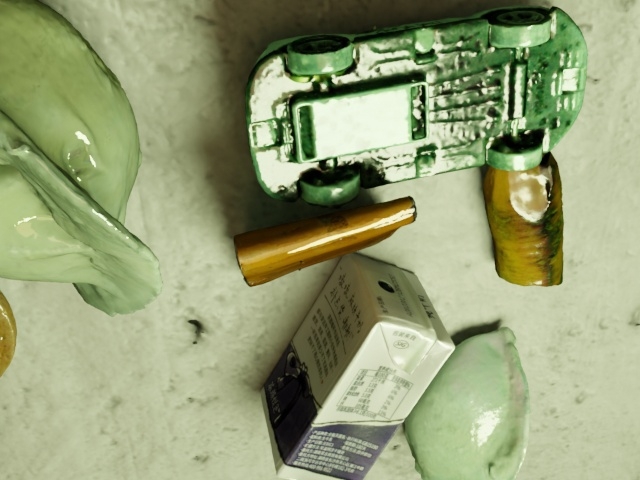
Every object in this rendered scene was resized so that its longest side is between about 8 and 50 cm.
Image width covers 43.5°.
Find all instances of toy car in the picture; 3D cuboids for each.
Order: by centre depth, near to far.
[{"bbox_3d":[0.078,-0.130,0.708,0.306,0.125,0.136,-13,121,-13],"label":"toy car"}]

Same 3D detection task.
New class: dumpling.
[{"bbox_3d":[-0.243,-0.086,0.621,0.270,0.211,0.321,-17,151,42],"label":"dumpling"},{"bbox_3d":[0.187,0.209,0.948,0.105,0.149,0.216,-3,125,-61],"label":"dumpling"}]

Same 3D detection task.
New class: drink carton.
[{"bbox_3d":[0.031,0.140,0.863,0.102,0.134,0.222,20,115,-21],"label":"drink carton"}]

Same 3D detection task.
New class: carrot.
[{"bbox_3d":[0.213,-0.020,0.837,0.082,0.082,0.173,-17,124,-3],"label":"carrot"}]

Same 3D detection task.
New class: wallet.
[{"bbox_3d":[-0.002,-0.003,0.746,0.161,0.195,0.042,-19,86,-2],"label":"wallet"}]

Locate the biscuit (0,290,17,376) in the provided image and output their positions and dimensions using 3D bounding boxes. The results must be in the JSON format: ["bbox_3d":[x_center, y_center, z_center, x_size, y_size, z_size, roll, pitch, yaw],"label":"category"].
[{"bbox_3d":[-0.396,0.074,0.767,0.181,0.049,0.208,-40,122,13],"label":"biscuit"}]
